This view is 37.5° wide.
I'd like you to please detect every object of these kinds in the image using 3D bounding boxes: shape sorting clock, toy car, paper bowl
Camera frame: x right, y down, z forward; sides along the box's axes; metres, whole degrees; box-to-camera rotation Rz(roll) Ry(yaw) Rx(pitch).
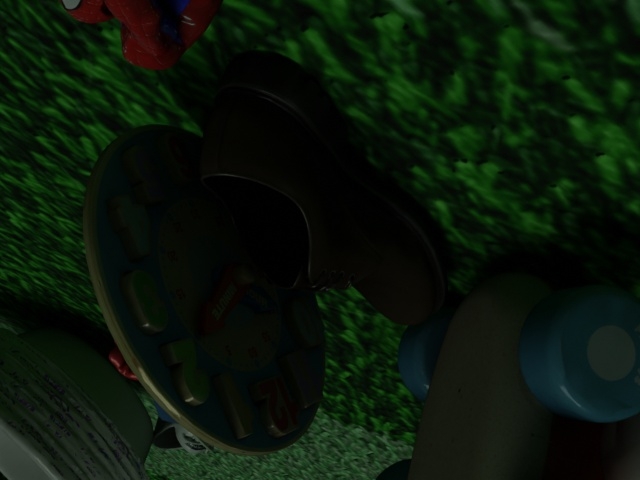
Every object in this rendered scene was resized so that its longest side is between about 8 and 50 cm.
[{"bbox_3d":[-0.057,0.025,0.554,0.040,0.206,0.206,-21,134,26],"label":"shape sorting clock"},{"bbox_3d":[0.184,0.145,0.596,0.238,0.210,0.219,16,167,-14],"label":"toy car"},{"bbox_3d":[-0.315,0.217,1.132,0.284,0.148,0.284,32,148,23],"label":"paper bowl"}]

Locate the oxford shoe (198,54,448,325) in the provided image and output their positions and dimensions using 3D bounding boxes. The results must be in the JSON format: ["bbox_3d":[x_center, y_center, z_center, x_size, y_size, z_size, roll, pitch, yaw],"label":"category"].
[{"bbox_3d":[0.000,0.000,0.569,0.083,0.096,0.227,-4,145,41],"label":"oxford shoe"}]

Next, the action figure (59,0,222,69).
[{"bbox_3d":[-0.035,-0.137,0.343,0.280,0.091,0.139,-5,149,43],"label":"action figure"}]

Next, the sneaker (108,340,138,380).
[{"bbox_3d":[-0.133,0.062,0.768,0.107,0.118,0.279,24,154,0],"label":"sneaker"}]

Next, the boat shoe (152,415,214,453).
[{"bbox_3d":[-0.135,0.219,1.120,0.083,0.076,0.226,32,153,-17],"label":"boat shoe"}]
